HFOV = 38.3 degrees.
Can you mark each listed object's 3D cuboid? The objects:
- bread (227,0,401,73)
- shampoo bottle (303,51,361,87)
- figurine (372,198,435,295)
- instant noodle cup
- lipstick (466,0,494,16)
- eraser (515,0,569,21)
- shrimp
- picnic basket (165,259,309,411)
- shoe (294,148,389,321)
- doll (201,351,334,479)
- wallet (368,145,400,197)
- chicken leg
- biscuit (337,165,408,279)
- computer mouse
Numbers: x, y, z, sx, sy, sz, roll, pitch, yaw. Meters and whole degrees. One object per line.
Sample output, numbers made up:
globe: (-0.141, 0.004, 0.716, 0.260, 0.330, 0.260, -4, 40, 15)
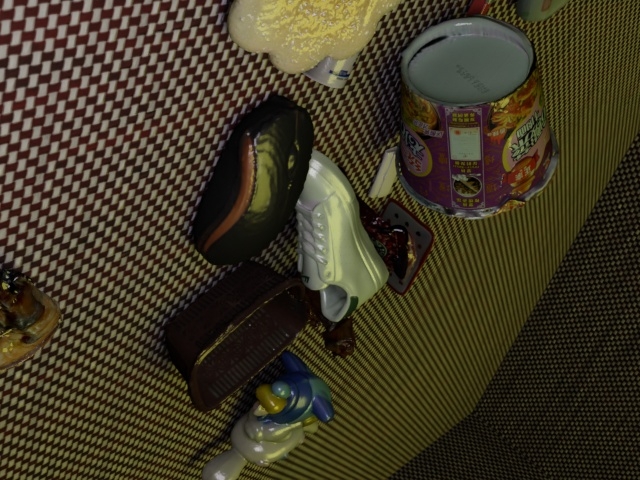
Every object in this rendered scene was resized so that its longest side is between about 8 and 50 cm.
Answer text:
bread: (0.001, -0.371, 1.292, 0.315, 0.054, 0.316, -20, 135, -22)
shampoo bottle: (0.062, -0.388, 1.424, 0.092, 0.092, 0.303, -10, 133, -55)
figurine: (0.101, 0.027, 2.025, 0.226, 0.160, 0.184, -8, 132, -46)
instant noodle cup: (0.295, -0.249, 1.769, 0.340, 0.339, 0.266, -41, 146, -19)
lipstick: (0.363, -0.557, 1.755, 0.051, 0.051, 0.312, -17, 142, -52)
eraser: (0.489, -0.581, 1.894, 0.174, 0.081, 0.227, -41, 154, -28)
shrimp: (-0.464, 0.116, 1.278, 0.178, 0.075, 0.289, -42, 167, -12)
picnic basket: (-0.171, 0.169, 1.764, 0.297, 0.129, 0.223, -40, 152, -25)
shoe: (0.000, 0.000, 1.708, 0.160, 0.131, 0.363, -48, 131, -25)
doll: (-0.084, 0.426, 2.204, 0.376, 0.187, 0.366, -49, 171, -52)
wallet: (0.143, -0.147, 1.985, 0.061, 0.025, 0.122, -17, 140, -40)
chicken leg: (0.005, 0.139, 1.882, 0.093, 0.304, 0.113, 18, 105, -25)
biscuit: (0.091, -0.039, 1.802, 0.063, 0.235, 0.151, -38, 150, -9)
computer mouse: (-0.102, -0.084, 1.548, 0.183, 0.116, 0.323, -19, 141, -55)
